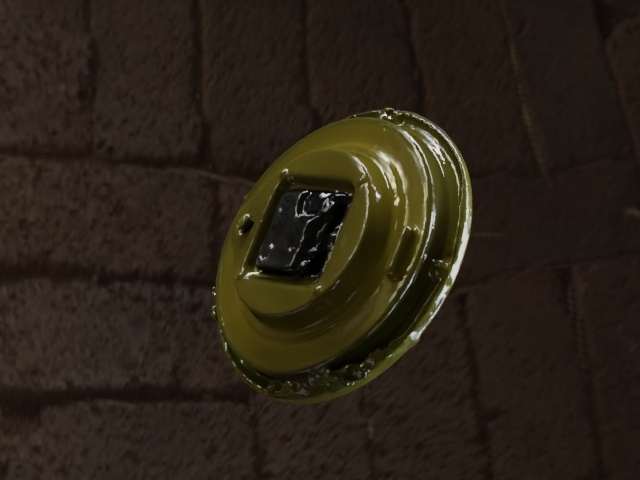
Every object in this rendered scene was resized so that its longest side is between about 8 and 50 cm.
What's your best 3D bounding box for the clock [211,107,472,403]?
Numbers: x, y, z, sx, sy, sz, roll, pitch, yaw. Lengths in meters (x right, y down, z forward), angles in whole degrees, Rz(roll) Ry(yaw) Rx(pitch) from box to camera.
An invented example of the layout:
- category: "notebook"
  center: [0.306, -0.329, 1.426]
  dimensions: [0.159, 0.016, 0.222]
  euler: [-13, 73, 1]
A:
- category: "clock"
  center: [0.000, 0.000, 0.929]
  dimensions: [0.057, 0.237, 0.237]
  euler: [34, 61, -40]
